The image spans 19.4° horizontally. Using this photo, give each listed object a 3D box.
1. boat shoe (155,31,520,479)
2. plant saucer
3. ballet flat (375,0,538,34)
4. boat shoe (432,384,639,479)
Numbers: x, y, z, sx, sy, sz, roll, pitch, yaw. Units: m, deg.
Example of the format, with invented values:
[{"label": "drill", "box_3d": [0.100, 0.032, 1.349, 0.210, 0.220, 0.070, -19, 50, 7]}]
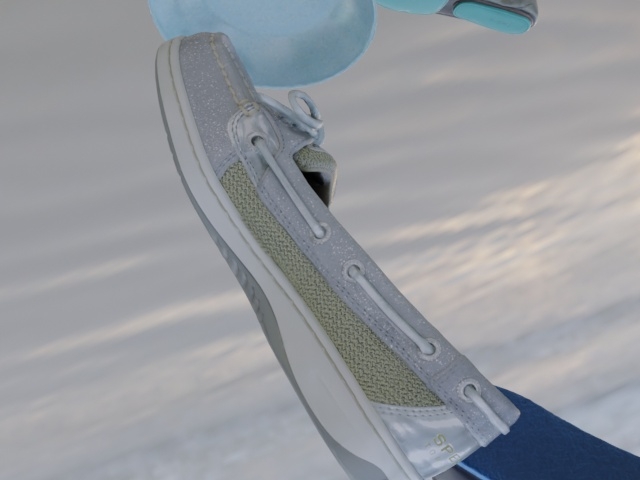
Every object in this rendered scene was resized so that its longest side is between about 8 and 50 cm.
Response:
[{"label": "boat shoe", "box_3d": [0.000, 0.000, 1.093, 0.103, 0.320, 0.118, -30, 152, 4]}, {"label": "plant saucer", "box_3d": [-0.047, -0.207, 1.575, 0.195, 0.037, 0.195, 5, 142, 4]}, {"label": "ballet flat", "box_3d": [0.144, -0.281, 2.081, 0.213, 0.068, 0.072, 10, 158, -21]}, {"label": "boat shoe", "box_3d": [0.176, 0.176, 1.121, 0.109, 0.258, 0.089, -39, 155, -26]}]
